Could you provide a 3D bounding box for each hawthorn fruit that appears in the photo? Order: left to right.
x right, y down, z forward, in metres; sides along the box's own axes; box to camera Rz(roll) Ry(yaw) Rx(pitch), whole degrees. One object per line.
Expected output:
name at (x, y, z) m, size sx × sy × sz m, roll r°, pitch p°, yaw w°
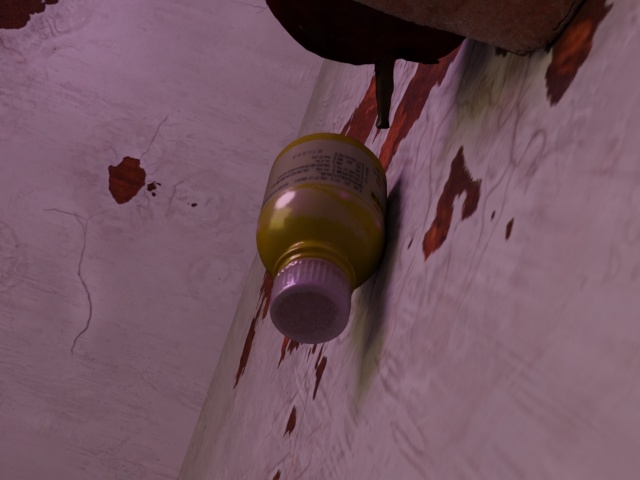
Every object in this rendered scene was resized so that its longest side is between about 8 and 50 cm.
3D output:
hawthorn fruit at (0.051, -0.227, 0.711) m, size 0.210 × 0.230 × 0.266 m, roll 33°, pitch 130°, yaw 55°

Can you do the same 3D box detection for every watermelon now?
watermelon at (0.096, -0.210, 0.535) m, size 0.231 × 0.146 × 0.128 m, roll 115°, pitch 171°, yaw -55°

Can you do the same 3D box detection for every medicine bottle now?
medicine bottle at (0.000, 0.000, 0.808) m, size 0.212 × 0.122 × 0.122 m, roll -82°, pitch 13°, yaw -53°
